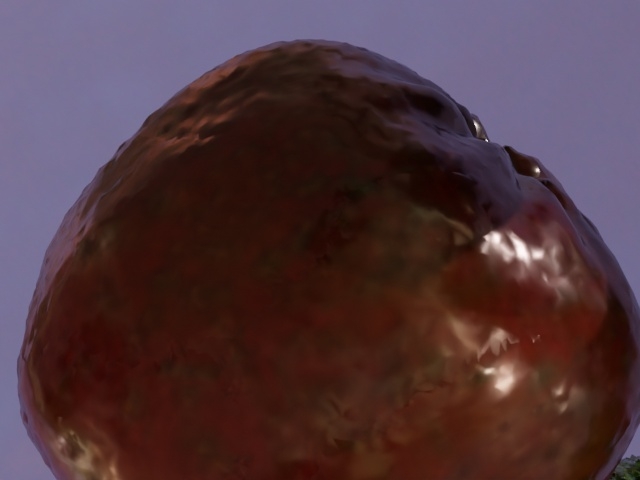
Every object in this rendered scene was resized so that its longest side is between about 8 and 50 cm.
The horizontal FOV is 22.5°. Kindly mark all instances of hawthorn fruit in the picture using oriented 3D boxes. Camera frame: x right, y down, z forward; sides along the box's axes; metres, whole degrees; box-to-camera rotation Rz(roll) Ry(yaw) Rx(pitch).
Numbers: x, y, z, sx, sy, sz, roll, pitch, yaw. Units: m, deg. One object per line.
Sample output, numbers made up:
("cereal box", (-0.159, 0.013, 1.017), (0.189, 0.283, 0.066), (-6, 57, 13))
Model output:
("hawthorn fruit", (-0.018, 0.068, 0.707), (0.300, 0.254, 0.254), (-47, -132, 12))

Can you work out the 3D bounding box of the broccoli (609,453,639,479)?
("broccoli", (0.127, 0.234, 0.827), (0.261, 0.269, 0.241), (-37, -148, -6))
